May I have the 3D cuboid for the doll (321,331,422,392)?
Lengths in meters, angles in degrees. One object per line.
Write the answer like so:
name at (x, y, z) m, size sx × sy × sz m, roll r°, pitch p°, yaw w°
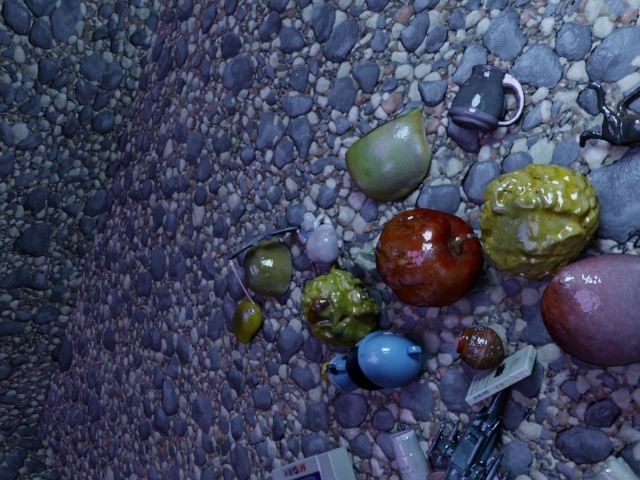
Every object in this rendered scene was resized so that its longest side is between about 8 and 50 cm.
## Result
doll at (0.134, 0.307, 1.524) m, size 0.314 × 0.177 × 0.141 m, roll -27°, pitch 56°, yaw 45°

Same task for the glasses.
glasses at (-0.129, 0.103, 1.806) m, size 0.118 × 0.234 × 0.268 m, roll 116°, pitch 130°, yaw -80°

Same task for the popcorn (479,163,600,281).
popcorn at (0.431, -0.039, 1.230) m, size 0.250 × 0.190 × 0.250 m, roll 8°, pitch 103°, yaw 37°

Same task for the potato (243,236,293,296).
potato at (-0.186, 0.082, 1.907) m, size 0.182 × 0.117 × 0.202 m, roll -3°, pitch 87°, yaw 49°

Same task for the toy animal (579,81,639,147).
toy animal at (0.597, -0.226, 1.132) m, size 0.233 × 0.085 × 0.148 m, roll 3°, pitch 92°, yaw 42°

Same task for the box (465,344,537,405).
box at (0.392, 0.294, 1.318) m, size 0.024 × 0.090 × 0.167 m, roll 47°, pitch 126°, yaw 0°

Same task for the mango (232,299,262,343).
mango at (-0.242, 0.270, 1.985) m, size 0.103 × 0.076 × 0.161 m, roll 39°, pitch 124°, yaw 33°

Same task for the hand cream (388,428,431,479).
hand cream at (0.256, 0.622, 1.476) m, size 0.111 × 0.070 × 0.312 m, roll -28°, pitch 76°, yaw 40°

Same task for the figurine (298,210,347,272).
figurine at (0.000, 0.000, 1.726) m, size 0.229 × 0.112 × 0.137 m, roll 56°, pitch 131°, yaw 44°

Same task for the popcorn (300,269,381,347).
popcorn at (0.055, 0.182, 1.620) m, size 0.189 × 0.218 × 0.169 m, roll -42°, pitch 14°, yaw 19°

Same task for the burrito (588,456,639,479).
burrito at (0.601, 0.545, 1.082) m, size 0.299 × 0.105 × 0.143 m, roll 56°, pitch 135°, yaw 31°

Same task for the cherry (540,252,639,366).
cherry at (0.516, 0.130, 1.096) m, size 0.239 × 0.239 × 0.206 m, roll -27°, pitch 77°, yaw 42°

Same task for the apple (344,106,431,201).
apple at (0.167, -0.198, 1.556) m, size 0.265 × 0.120 × 0.193 m, roll -29°, pitch 79°, yaw 44°

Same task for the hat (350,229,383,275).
hat at (0.161, 0.025, 1.592) m, size 0.166 × 0.081 × 0.122 m, roll -47°, pitch 16°, yaw 16°

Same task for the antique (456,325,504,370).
antique at (0.358, 0.240, 1.348) m, size 0.104 × 0.104 × 0.104 m, roll -3°, pitch 86°, yaw 46°

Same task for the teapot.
teapot at (0.370, -0.320, 1.352) m, size 0.148 × 0.116 × 0.145 m, roll 20°, pitch 93°, yaw 49°

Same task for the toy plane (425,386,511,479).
toy plane at (0.348, 0.443, 1.344) m, size 0.223 × 0.104 × 0.326 m, roll 30°, pitch 109°, yaw 43°

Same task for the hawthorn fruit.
hawthorn fruit at (0.260, 0.031, 1.348) m, size 0.272 × 0.242 × 0.241 m, roll -22°, pitch 72°, yaw 60°

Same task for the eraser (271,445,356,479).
eraser at (-0.022, 0.684, 1.732) m, size 0.279 × 0.081 × 0.124 m, roll -35°, pitch 64°, yaw 40°
